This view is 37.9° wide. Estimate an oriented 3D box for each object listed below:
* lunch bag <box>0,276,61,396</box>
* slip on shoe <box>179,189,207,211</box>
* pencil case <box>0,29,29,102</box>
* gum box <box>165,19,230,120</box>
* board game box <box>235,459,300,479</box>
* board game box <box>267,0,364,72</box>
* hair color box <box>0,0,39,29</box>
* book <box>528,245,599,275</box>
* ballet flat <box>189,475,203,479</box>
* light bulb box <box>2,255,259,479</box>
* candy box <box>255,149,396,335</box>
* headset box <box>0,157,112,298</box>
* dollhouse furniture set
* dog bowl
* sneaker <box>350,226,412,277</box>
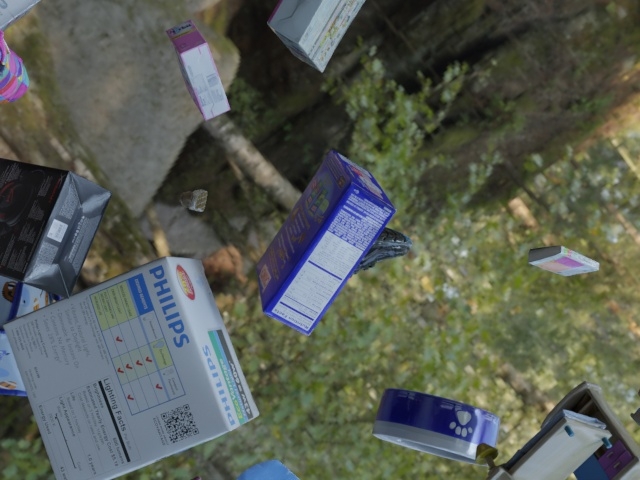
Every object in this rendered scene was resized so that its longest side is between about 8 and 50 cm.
[{"bbox_3d":[-0.720,0.114,2.124,0.328,0.238,0.385,99,-6,-54],"label":"lunch bag"},{"bbox_3d":[-0.285,-0.091,2.100,0.135,0.041,0.051,-51,153,-82],"label":"slip on shoe"},{"bbox_3d":[-0.567,-0.301,1.606,0.104,0.104,0.236,-38,-175,-9],"label":"pencil case"},{"bbox_3d":[-0.258,-0.357,1.986,0.062,0.188,0.107,-25,-135,-9],"label":"gum box"},{"bbox_3d":[-0.083,0.446,1.567,0.133,0.168,0.033,-46,-165,-4],"label":"board game box"},{"bbox_3d":[-0.003,-0.543,2.196,0.224,0.097,0.303,-59,169,3],"label":"board game box"},{"bbox_3d":[-0.796,-0.464,1.947,0.374,0.185,0.113,-46,-162,-25],"label":"hair color box"},{"bbox_3d":[0.573,0.050,2.198,0.096,0.144,0.035,-14,-118,49],"label":"book"},{"bbox_3d":[-0.264,0.468,1.485,0.221,0.079,0.077,-64,-178,0],"label":"ballet flat"},{"bbox_3d":[-0.364,0.258,1.834,0.361,0.358,0.225,-22,174,9],"label":"light bulb box"},{"bbox_3d":[0.000,0.000,1.919,0.317,0.122,0.268,-55,-163,12],"label":"candy box"},{"bbox_3d":[-0.556,-0.031,1.770,0.293,0.110,0.218,11,-103,42],"label":"headset box"},{"bbox_3d":[0.441,0.313,1.660,0.286,0.303,0.198,-53,-142,23],"label":"dollhouse furniture set"},{"bbox_3d":[0.250,0.403,2.014,0.265,0.265,0.104,153,-45,-70],"label":"dog bowl"},{"bbox_3d":[0.057,0.043,2.271,0.340,0.140,0.125,-5,-163,-12],"label":"sneaker"}]
